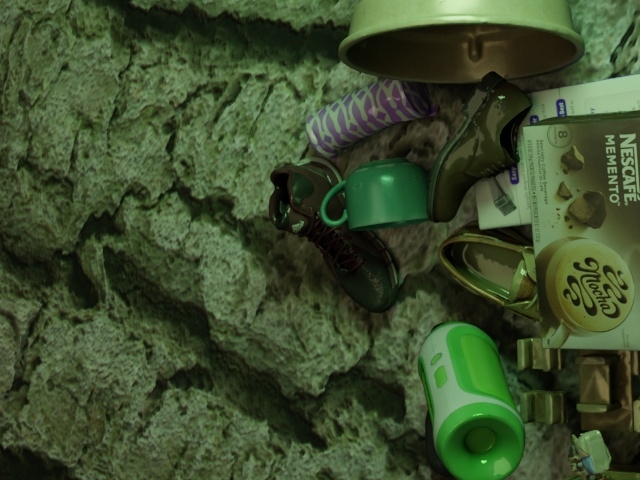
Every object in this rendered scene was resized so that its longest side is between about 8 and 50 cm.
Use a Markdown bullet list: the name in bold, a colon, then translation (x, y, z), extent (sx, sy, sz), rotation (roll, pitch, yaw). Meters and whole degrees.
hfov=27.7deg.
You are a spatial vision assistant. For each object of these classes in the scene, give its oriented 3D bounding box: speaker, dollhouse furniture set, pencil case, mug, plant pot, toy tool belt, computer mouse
- **speaker**: translation (0.209, 0.222, 1.829), extent (0.131, 0.296, 0.131), rotation (0, 111, -1)
- **dollhouse furniture set**: translation (0.406, 0.243, 1.790), extent (0.212, 0.161, 0.242), rotation (-2, 89, 34)
- **pencil case**: translation (0.073, -0.191, 2.001), extent (0.206, 0.086, 0.088), rotation (-22, 118, 36)
- **mug**: translation (0.090, -0.070, 1.959), extent (0.129, 0.158, 0.097), rotation (-13, 83, 59)
- **plant pot**: translation (0.193, -0.400, 1.779), extent (0.334, 0.334, 0.305), rotation (-3, 82, 34)
- **toy tool belt**: translation (0.354, 0.293, 1.704), extent (0.051, 0.052, 0.083), rotation (144, 116, -62)
- **computer mouse**: translation (0.188, 0.248, 2.002), extent (0.071, 0.041, 0.242), rotation (-2, 94, 35)

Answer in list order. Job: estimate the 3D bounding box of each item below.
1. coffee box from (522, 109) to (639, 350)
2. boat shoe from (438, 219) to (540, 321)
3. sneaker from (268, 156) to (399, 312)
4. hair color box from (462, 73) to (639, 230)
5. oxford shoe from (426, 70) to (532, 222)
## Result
- **coffee box**: translation (0.370, -0.015, 1.674), extent (0.168, 0.119, 0.297), rotation (-1, 100, 32)
- **boat shoe**: translation (0.309, 0.066, 1.848), extent (0.324, 0.120, 0.122), rotation (21, 107, 31)
- **sneaker**: translation (0.000, 0.000, 2.024), extent (0.106, 0.162, 0.281), rotation (-40, 73, 31)
- **hair color box**: translation (0.376, -0.125, 1.788), extent (0.339, 0.110, 0.185), rotation (-6, 94, 33)
- **oxford shoe**: translation (0.218, -0.111, 1.785), extent (0.096, 0.083, 0.227), rotation (35, 116, 21)
